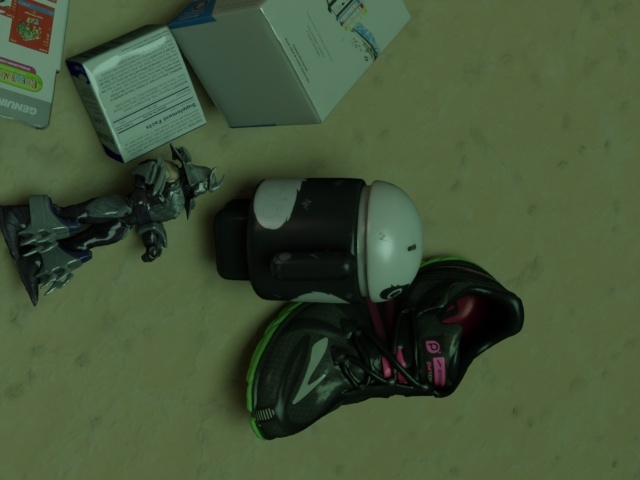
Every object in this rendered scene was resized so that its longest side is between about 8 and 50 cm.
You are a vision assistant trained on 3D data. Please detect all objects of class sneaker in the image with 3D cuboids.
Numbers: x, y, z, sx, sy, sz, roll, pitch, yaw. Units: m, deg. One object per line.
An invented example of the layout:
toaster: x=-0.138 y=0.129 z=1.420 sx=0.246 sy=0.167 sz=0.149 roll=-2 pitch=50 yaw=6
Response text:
sneaker: x=0.102 y=0.152 z=1.480 sx=0.483 sy=0.202 sz=0.185 roll=-25 pitch=114 yaw=-26

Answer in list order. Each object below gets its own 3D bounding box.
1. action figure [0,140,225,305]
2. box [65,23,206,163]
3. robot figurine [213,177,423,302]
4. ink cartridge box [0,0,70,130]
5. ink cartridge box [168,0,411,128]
action figure: x=-0.249 y=-0.030 z=1.254 sx=0.285 sy=0.099 sz=0.185 roll=-23 pitch=148 yaw=-16
box: x=-0.232 y=-0.187 z=1.259 sx=0.126 sy=0.072 sz=0.137 roll=-30 pitch=116 yaw=-24
robot figurine: x=0.000 y=0.003 z=1.353 sx=0.173 sy=0.278 sz=0.209 roll=78 pitch=16 yaw=-53
ink cartridge box: x=-0.427 y=-0.257 z=1.023 sx=0.309 sy=0.130 sz=0.272 roll=15 pitch=68 yaw=-34
ink cartridge box: x=-0.034 y=-0.280 z=1.269 sx=0.232 sy=0.171 sz=0.168 roll=-53 pitch=127 yaw=-32
